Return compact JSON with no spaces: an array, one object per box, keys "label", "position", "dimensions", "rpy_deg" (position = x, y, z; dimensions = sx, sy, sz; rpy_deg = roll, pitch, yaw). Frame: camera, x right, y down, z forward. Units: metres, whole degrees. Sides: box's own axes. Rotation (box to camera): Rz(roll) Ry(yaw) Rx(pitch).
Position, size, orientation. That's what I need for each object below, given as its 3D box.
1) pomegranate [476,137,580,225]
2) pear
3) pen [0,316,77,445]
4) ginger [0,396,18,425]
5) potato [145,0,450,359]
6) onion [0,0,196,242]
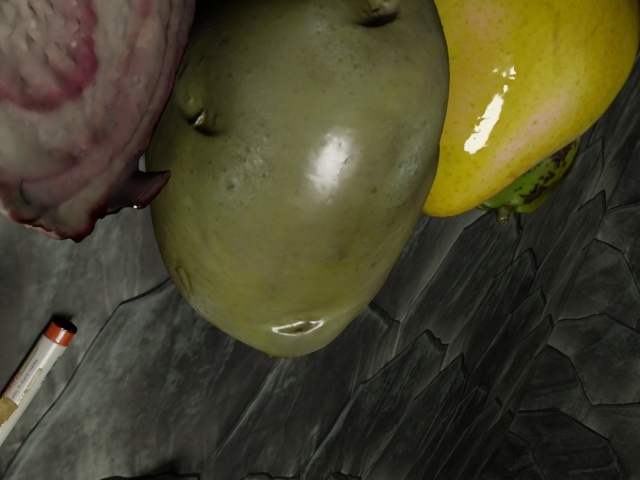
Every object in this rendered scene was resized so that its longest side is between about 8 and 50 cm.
[{"label":"pomegranate","position":[0.270,-0.169,0.954],"dimensions":[0.277,0.204,0.222],"rpy_deg":[-54,169,-3]},{"label":"pear","position":[0.154,-0.180,0.699],"dimensions":[0.285,0.285,0.336],"rpy_deg":[-14,137,-52]},{"label":"pen","position":[-0.285,0.164,0.609],"dimensions":[0.218,0.026,0.026],"rpy_deg":[-56,151,-2]},{"label":"ginger","position":[-0.341,0.098,0.285],"dimensions":[0.363,0.122,0.348],"rpy_deg":[-48,130,-24]},{"label":"potato","position":[-0.027,-0.067,0.562],"dimensions":[0.221,0.243,0.326],"rpy_deg":[-18,145,-37]},{"label":"onion","position":[-0.178,-0.166,0.358],"dimensions":[0.314,0.146,0.280],"rpy_deg":[63,39,-58]}]
